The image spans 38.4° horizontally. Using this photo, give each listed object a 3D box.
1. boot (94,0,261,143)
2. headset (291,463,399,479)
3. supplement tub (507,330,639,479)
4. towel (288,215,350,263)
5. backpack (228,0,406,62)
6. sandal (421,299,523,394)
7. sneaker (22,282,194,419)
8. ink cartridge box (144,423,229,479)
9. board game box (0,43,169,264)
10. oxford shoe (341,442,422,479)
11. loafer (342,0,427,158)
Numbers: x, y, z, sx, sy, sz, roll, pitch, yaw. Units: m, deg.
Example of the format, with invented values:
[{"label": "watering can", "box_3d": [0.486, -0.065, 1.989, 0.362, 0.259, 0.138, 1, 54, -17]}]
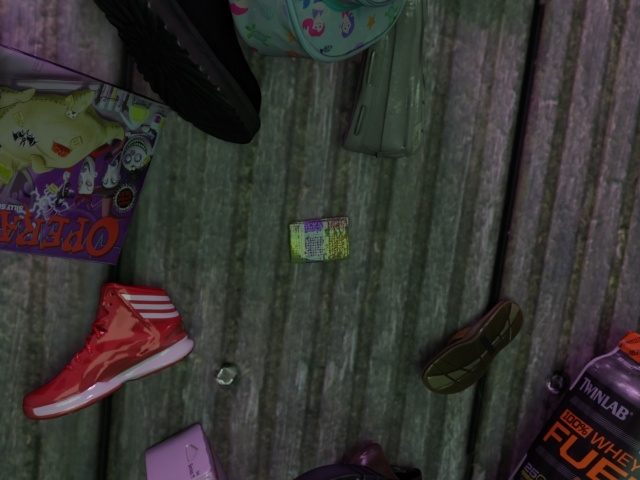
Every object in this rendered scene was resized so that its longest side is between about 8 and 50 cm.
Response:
[{"label": "boot", "box_3d": [-0.112, -0.306, 1.049, 0.260, 0.131, 0.348, -53, 136, -22]}, {"label": "headset", "box_3d": [0.097, 0.425, 1.161, 0.394, 0.185, 0.243, 16, 87, -30]}, {"label": "supplement tub", "box_3d": [0.410, 0.309, 1.291, 0.207, 0.207, 0.338, 31, 93, -19]}, {"label": "towel", "box_3d": [0.000, 0.000, 1.213, 0.083, 0.009, 0.060, -6, 106, -12]}, {"label": "backpack", "box_3d": [0.004, -0.313, 0.941, 0.225, 0.191, 0.254, -37, 133, -43]}, {"label": "sandal", "box_3d": [0.209, 0.148, 1.287, 0.180, 0.049, 0.072, -41, 116, -18]}, {"label": "sneaker", "box_3d": [-0.280, 0.125, 1.143, 0.221, 0.087, 0.128, -25, 100, -20]}, {"label": "ink cartridge box", "box_3d": [-0.145, 0.366, 1.190, 0.087, 0.153, 0.208, -25, 107, -6]}, {"label": "board game box", "box_3d": [-0.321, -0.092, 0.975, 0.347, 0.056, 0.208, 11, 104, -57]}, {"label": "oxford shoe", "box_3d": [0.123, 0.377, 1.300, 0.096, 0.083, 0.227, -40, 111, -7]}, {"label": "loafer", "box_3d": [0.071, -0.252, 1.105, 0.111, 0.112, 0.319, 0, 111, 2]}]
